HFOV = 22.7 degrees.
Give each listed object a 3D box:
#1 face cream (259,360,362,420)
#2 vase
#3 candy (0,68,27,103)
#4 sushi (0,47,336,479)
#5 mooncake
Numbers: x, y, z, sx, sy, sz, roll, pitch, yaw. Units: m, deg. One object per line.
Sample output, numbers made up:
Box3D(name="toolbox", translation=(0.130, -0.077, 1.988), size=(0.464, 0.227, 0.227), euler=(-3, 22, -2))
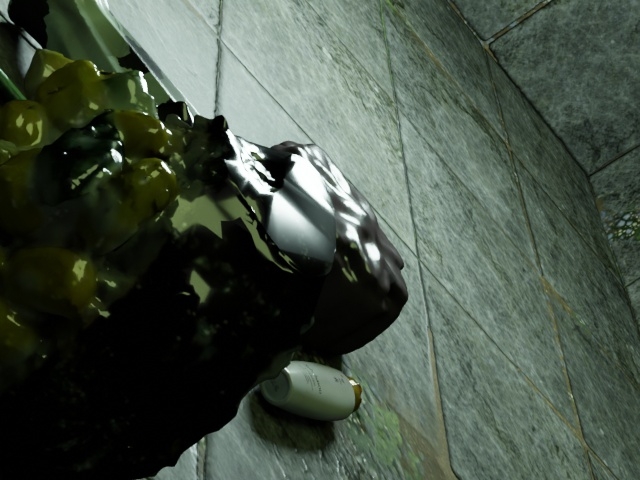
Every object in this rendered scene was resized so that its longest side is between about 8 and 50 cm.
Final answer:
Box3D(name="face cream", translation=(-0.009, 0.172, 1.832), size=(0.072, 0.051, 0.182), euler=(61, 18, 22))
Box3D(name="vase", translation=(-0.204, -0.126, 1.695), size=(0.360, 0.165, 0.165), euler=(59, 18, 19))
Box3D(name="candy", translation=(-0.364, -0.221, 1.579), size=(0.323, 0.097, 0.097), euler=(55, 17, -32))
Box3D(name="sushi", translation=(-0.184, -0.002, 1.275), size=(0.285, 0.328, 0.328), euler=(52, 23, -31))
Box3D(name="mooncake", translation=(0.000, 0.000, 2.004), size=(0.283, 0.141, 0.283), euler=(51, 17, -22))
